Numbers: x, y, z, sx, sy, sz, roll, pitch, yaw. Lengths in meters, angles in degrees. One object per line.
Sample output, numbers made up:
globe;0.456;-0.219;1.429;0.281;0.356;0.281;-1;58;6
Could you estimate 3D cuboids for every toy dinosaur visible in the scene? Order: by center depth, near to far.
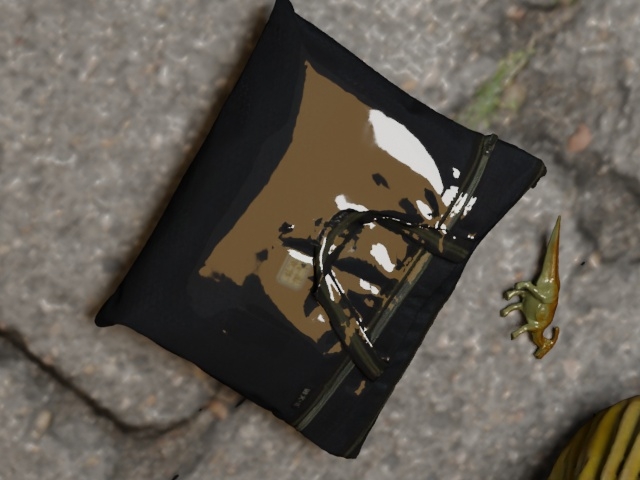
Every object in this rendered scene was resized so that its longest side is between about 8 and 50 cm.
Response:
toy dinosaur;0.150;0.035;1.007;0.041;0.026;0.113;-7;113;-11

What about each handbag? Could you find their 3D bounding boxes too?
handbag;0.000;0.000;0.955;0.211;0.088;0.254;30;100;-6

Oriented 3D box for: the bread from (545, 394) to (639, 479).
bread;0.263;0.231;0.972;0.253;0.142;0.227;36;135;-6
